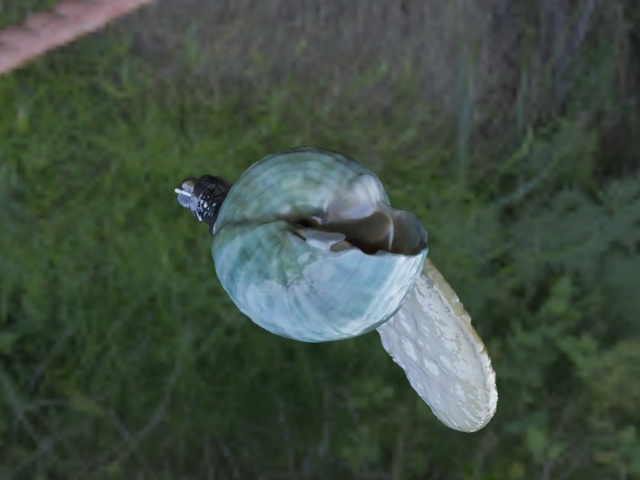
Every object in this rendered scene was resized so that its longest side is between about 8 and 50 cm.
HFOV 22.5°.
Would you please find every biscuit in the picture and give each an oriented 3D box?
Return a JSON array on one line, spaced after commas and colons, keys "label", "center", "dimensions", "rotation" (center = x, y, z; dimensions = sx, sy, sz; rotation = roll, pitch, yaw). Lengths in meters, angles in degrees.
[{"label": "biscuit", "center": [0.118, 0.110, 1.736], "dimensions": [0.040, 0.265, 0.188], "rotation": [-36, -141, -22]}]

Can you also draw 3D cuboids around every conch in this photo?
[{"label": "conch", "center": [0.000, 0.000, 1.614], "dimensions": [0.220, 0.195, 0.277], "rotation": [-11, -178, 8]}]

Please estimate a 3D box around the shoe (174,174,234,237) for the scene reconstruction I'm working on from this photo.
[{"label": "shoe", "center": [-0.144, -0.048, 2.098], "dimensions": [0.099, 0.071, 0.169], "rotation": [27, -165, -5]}]
